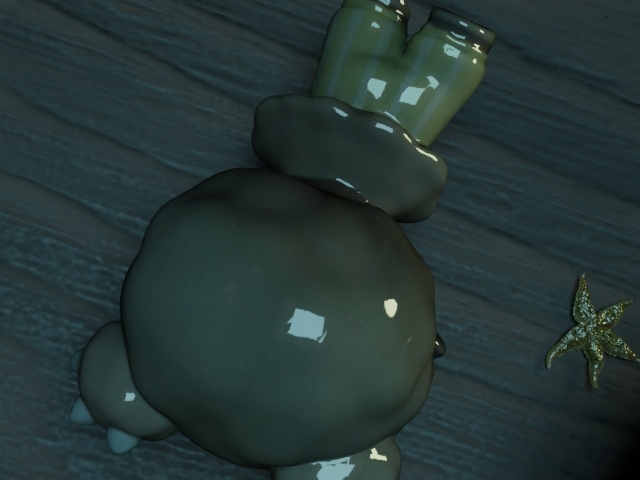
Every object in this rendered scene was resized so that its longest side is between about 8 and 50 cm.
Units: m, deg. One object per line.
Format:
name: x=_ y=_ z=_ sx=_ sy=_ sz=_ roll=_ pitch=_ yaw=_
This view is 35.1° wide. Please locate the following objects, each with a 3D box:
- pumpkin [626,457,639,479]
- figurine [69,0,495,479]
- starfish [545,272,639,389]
pumpkin: x=0.343 y=0.208 z=0.639 sx=0.266 sy=0.363 sz=0.363 roll=32 pitch=77 yaw=0
figurine: x=0.000 y=-0.001 z=0.707 sx=0.248 sy=0.203 sz=0.380 roll=25 pitch=77 yaw=1
starfish: x=0.218 y=0.073 z=0.820 sx=0.092 sy=0.016 sz=0.086 roll=-28 pitch=83 yaw=-9
